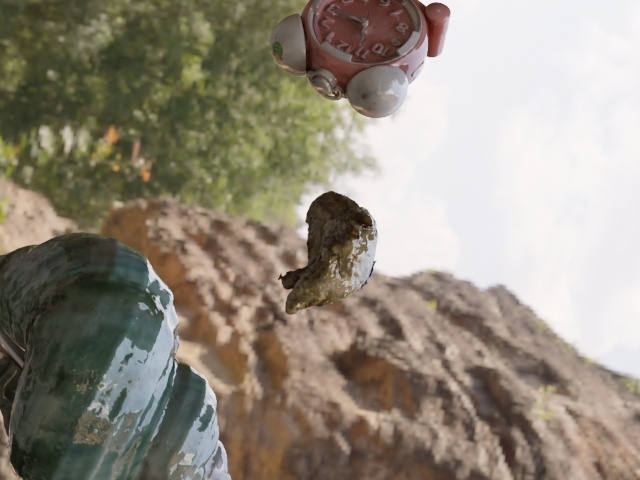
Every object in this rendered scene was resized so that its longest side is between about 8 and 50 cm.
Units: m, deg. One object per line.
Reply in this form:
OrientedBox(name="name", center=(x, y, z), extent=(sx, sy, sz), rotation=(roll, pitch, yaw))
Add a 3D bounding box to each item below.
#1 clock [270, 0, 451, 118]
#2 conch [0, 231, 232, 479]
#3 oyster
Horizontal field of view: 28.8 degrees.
OrientedBox(name="clock", center=(0.043, -0.211, 1.371), extent=(0.162, 0.166, 0.093), rotation=(-48, 162, -32))
OrientedBox(name="conch", center=(-0.175, 0.103, 0.918), extent=(0.195, 0.277, 0.220), rotation=(-50, 172, -52))
OrientedBox(name="oyster", center=(0.000, 0.000, 0.792), extent=(0.038, 0.081, 0.083), rotation=(79, -15, -54))
